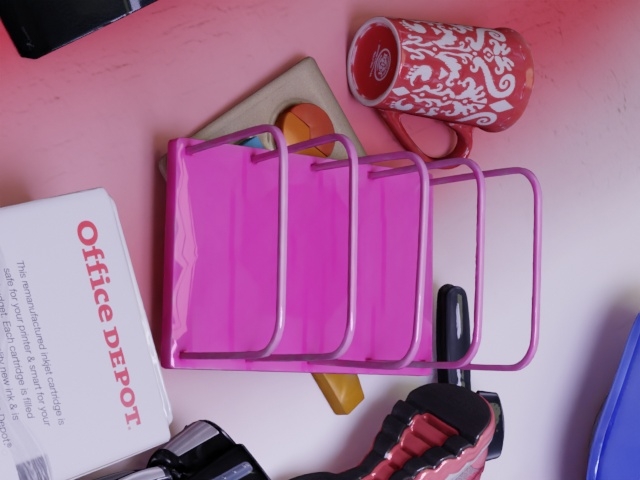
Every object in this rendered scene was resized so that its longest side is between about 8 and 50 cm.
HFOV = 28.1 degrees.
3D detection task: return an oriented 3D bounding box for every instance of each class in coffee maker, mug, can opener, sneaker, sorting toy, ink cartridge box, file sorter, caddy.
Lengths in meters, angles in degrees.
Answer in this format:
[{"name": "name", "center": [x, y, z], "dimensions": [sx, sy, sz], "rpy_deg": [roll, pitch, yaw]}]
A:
[{"name": "coffee maker", "center": [-0.124, 0.251, 1.036], "dimensions": [0.178, 0.120, 0.171], "rpy_deg": [-21, 85, -40]}, {"name": "mug", "center": [0.123, -0.157, 1.320], "dimensions": [0.169, 0.113, 0.150], "rpy_deg": [4, 79, -35]}, {"name": "can opener", "center": [0.140, 0.137, 1.314], "dimensions": [0.073, 0.059, 0.186], "rpy_deg": [-8, 89, -23]}, {"name": "sneaker", "center": [0.050, 0.268, 1.190], "dimensions": [0.314, 0.116, 0.136], "rpy_deg": [-31, 133, -27]}, {"name": "sorting toy", "center": [0.000, 0.000, 1.236], "dimensions": [0.229, 0.041, 0.307], "rpy_deg": [-41, 108, -36]}, {"name": "ink cartridge box", "center": [-0.278, 0.094, 0.945], "dimensions": [0.289, 0.122, 0.211], "rpy_deg": [-15, 92, -40]}, {"name": "file sorter", "center": [0.033, 0.016, 1.126], "dimensions": [0.291, 0.182, 0.202], "rpy_deg": [6, 82, -35]}, {"name": "caddy", "center": [0.393, 0.221, 1.436], "dimensions": [0.341, 0.179, 0.241], "rpy_deg": [-63, 144, -27]}]

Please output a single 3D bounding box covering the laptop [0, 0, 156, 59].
[{"name": "laptop", "center": [-0.201, -0.317, 1.146], "dimensions": [0.234, 0.137, 0.264], "rpy_deg": [64, 26, -12]}]
